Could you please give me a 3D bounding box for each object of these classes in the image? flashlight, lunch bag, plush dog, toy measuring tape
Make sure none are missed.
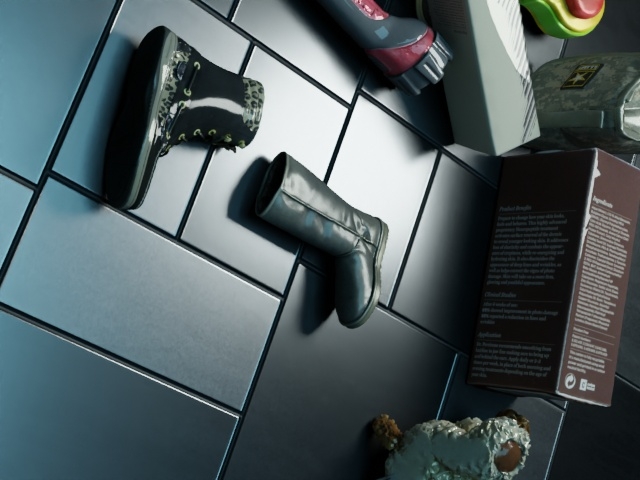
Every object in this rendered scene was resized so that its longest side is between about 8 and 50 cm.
[{"bbox_3d":[0.062,-0.339,1.667,0.304,0.103,0.103,44,37,-28],"label":"flashlight"},{"bbox_3d":[0.473,-0.219,1.900,0.287,0.235,0.169,-10,101,-39],"label":"lunch bag"},{"bbox_3d":[0.202,0.341,1.732,0.225,0.210,0.262,18,105,-51],"label":"plush dog"},{"bbox_3d":[0.358,-0.362,1.902,0.330,0.121,0.121,-30,107,-25],"label":"toy measuring tape"}]

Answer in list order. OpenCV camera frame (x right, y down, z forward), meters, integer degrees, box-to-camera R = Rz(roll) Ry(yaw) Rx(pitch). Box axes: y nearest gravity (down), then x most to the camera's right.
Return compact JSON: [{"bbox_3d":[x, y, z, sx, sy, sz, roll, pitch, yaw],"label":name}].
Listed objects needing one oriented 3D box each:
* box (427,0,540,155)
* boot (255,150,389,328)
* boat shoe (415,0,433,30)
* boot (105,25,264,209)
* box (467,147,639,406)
[{"bbox_3d":[0.243,-0.275,1.758,0.094,0.113,0.275,-25,117,-22],"label":"box"},{"bbox_3d":[-0.002,0.001,1.619,0.208,0.076,0.190,33,55,-40],"label":"boot"},{"bbox_3d":[0.219,-0.419,1.807,0.080,0.073,0.223,42,64,-30],"label":"boat shoe"},{"bbox_3d":[-0.166,-0.132,1.487,0.178,0.085,0.236,21,75,-38],"label":"boot"},{"bbox_3d":[0.367,0.058,1.839,0.143,0.191,0.381,17,79,-37],"label":"box"}]
